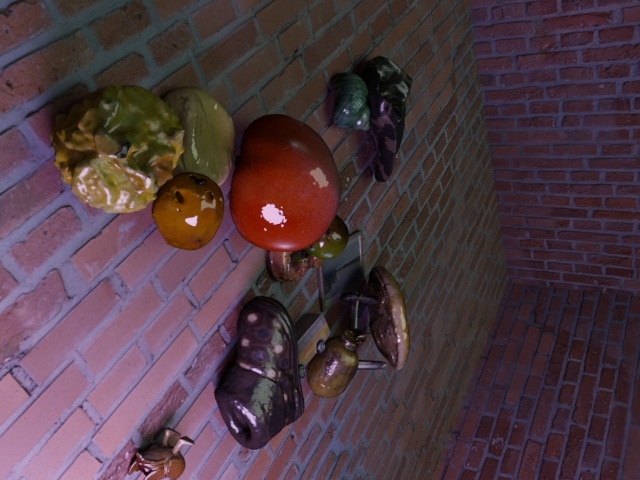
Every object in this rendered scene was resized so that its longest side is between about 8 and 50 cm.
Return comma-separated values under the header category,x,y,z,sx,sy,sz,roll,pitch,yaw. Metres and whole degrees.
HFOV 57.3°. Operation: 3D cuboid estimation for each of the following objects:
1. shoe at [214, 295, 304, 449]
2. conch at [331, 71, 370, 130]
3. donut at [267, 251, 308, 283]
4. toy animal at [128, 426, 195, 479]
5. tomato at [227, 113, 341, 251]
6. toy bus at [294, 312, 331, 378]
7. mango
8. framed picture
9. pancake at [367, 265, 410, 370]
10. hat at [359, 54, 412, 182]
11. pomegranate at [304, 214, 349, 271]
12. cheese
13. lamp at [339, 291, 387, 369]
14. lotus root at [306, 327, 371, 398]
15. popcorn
category,x,y,z,sx,sy,sz,roll,pitch,yaw
shoe,-0.172,0.351,1.532,0.237,0.171,0.383,-29,119,-49
conch,0.099,-0.447,1.901,0.176,0.122,0.188,-68,155,-66
donut,-0.096,0.073,1.711,0.166,0.065,0.116,27,71,-54
toy animal,-0.373,0.518,1.321,0.179,0.089,0.188,-64,149,-8
tomato,-0.083,-0.140,1.468,0.341,0.273,0.341,12,90,-90
toy bus,-0.068,0.328,1.771,0.268,0.092,0.106,-44,121,-46
mango,-0.286,-0.053,1.257,0.156,0.249,0.151,-9,76,-24
framed picture,0.074,0.100,2.030,0.289,0.016,0.213,-26,116,-54
pancake,0.236,0.271,2.059,0.387,0.082,0.386,173,-90,-80
hat,0.204,-0.421,2.082,0.381,0.258,0.366,-62,-179,34
pomegranate,0.000,0.000,1.793,0.159,0.159,0.204,-26,140,-54
cheese,-0.275,-0.231,1.338,0.214,0.117,0.225,23,70,-63
lamp,0.153,0.318,1.991,0.203,0.124,0.283,8,91,-16
lotus root,0.052,0.379,1.863,0.154,0.154,0.278,-4,130,-58
popcorn,-0.367,-0.172,1.083,0.249,0.225,0.249,7,78,-34
